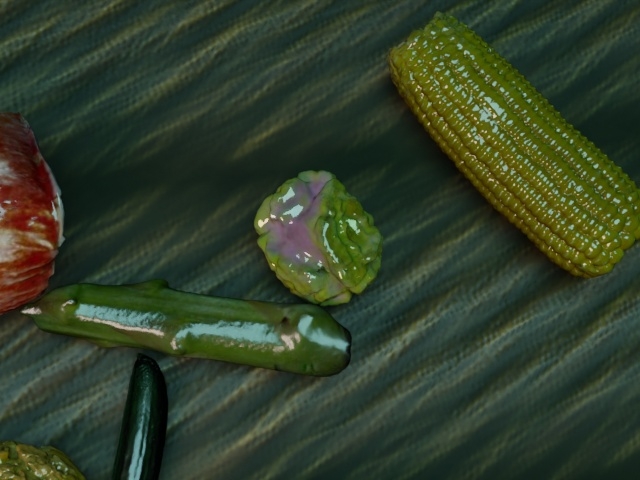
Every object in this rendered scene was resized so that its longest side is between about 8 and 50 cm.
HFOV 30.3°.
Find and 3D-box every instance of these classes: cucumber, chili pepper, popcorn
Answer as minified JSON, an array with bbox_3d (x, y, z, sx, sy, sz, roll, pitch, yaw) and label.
[{"bbox_3d":[-0.188,0.254,1.204,0.056,0.056,0.284,3,76,-6],"label":"cucumber"},{"bbox_3d":[-0.426,-0.017,1.179,0.306,0.229,0.251,-5,39,-21],"label":"chili pepper"},{"bbox_3d":[0.000,0.000,1.253,0.145,0.126,0.125,38,82,8],"label":"popcorn"}]

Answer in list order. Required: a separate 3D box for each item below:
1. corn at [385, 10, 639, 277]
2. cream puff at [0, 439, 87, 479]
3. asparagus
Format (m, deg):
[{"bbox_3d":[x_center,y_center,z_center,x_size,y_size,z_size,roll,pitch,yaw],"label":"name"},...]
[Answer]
[{"bbox_3d":[0.215,-0.105,1.301,0.131,0.131,0.344,-41,83,-14],"label":"corn"},{"bbox_3d":[-0.303,0.287,1.144,0.189,0.129,0.189,1,75,-4],"label":"cream puff"},{"bbox_3d":[-0.137,0.089,1.234,0.343,0.085,0.082,7,117,2],"label":"asparagus"}]
